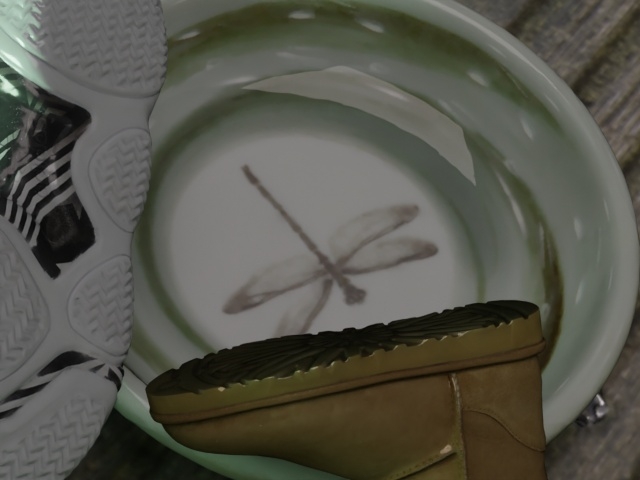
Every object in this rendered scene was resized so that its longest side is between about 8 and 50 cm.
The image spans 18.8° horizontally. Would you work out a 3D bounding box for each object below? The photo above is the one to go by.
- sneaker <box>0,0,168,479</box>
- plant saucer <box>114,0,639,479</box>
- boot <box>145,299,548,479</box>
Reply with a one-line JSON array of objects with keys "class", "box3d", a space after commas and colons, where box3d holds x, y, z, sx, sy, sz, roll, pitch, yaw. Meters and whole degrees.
[{"class": "sneaker", "box3d": [-0.211, 0.002, 1.078, 0.137, 0.210, 0.365, 35, 53, -40]}, {"class": "plant saucer", "box3d": [0.000, 0.000, 1.242, 0.400, 0.100, 0.400, 7, 56, -10]}, {"class": "boot", "box3d": [0.038, 0.183, 1.061, 0.236, 0.089, 0.269, -9, 98, -11]}]
